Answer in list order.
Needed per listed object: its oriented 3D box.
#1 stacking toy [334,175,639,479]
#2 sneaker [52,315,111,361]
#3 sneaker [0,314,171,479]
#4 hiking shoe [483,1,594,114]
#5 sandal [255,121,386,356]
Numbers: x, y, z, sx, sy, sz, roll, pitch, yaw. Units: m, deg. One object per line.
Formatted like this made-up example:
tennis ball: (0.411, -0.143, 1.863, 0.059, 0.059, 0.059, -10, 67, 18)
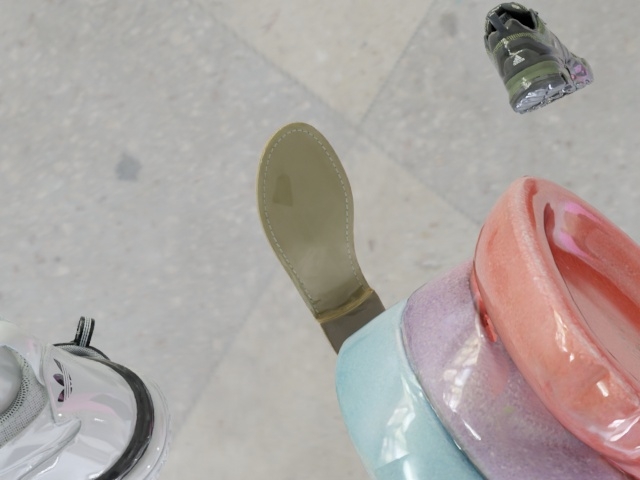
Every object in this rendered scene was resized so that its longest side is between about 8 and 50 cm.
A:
stacking toy: (0.134, 0.144, 0.477, 0.309, 0.279, 0.130, 36, 112, -24)
sneaker: (-0.227, 0.187, 1.175, 0.101, 0.153, 0.269, 19, 52, -18)
sneaker: (-0.302, 0.141, 0.993, 0.365, 0.210, 0.137, -19, 60, 13)
hiking shoe: (0.223, -0.198, 1.537, 0.086, 0.227, 0.114, -25, 90, 14)
sandal: (-0.006, 0.003, 1.344, 0.088, 0.079, 0.240, -25, 108, -10)
